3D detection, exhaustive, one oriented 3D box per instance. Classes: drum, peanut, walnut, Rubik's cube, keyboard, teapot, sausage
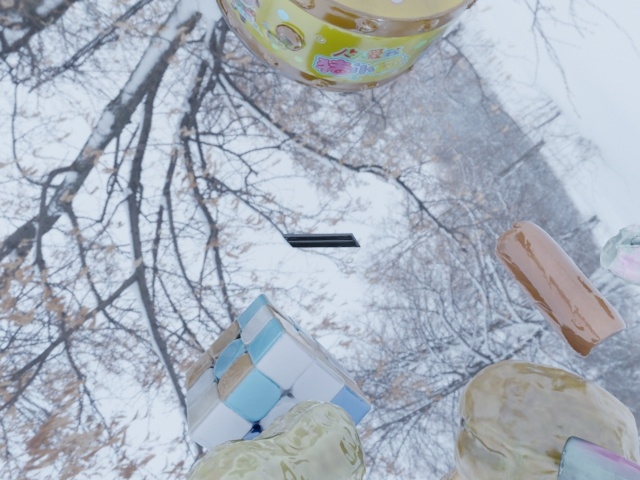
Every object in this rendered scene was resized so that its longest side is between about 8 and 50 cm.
[{"bbox_3d":[0.046,-0.460,0.721,0.431,0.431,0.214,51,164,-4],"label":"drum"},{"bbox_3d":[-0.043,0.269,0.534,0.313,0.149,0.149,12,-134,-59],"label":"peanut"},{"bbox_3d":[0.440,0.397,0.940,0.343,0.306,0.306,10,-156,8],"label":"walnut"},{"bbox_3d":[-0.133,0.413,1.332,0.347,0.346,0.344,43,177,-19],"label":"Rubik's cube"},{"bbox_3d":[0.000,0.000,1.221,0.067,0.202,0.011,52,-134,-47],"label":"keyboard"},{"bbox_3d":[1.048,0.052,1.601,0.178,0.163,0.222,16,161,5],"label":"teapot"},{"bbox_3d":[0.492,0.091,1.017,0.121,0.121,0.304,19,-145,-53],"label":"sausage"}]

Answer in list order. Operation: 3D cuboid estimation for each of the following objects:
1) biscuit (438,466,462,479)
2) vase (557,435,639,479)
[{"bbox_3d":[0.349,0.772,1.456,0.051,0.269,0.376,44,158,26],"label":"biscuit"},{"bbox_3d":[0.458,0.356,0.678,0.086,0.214,0.086,-13,-73,-49],"label":"vase"}]
